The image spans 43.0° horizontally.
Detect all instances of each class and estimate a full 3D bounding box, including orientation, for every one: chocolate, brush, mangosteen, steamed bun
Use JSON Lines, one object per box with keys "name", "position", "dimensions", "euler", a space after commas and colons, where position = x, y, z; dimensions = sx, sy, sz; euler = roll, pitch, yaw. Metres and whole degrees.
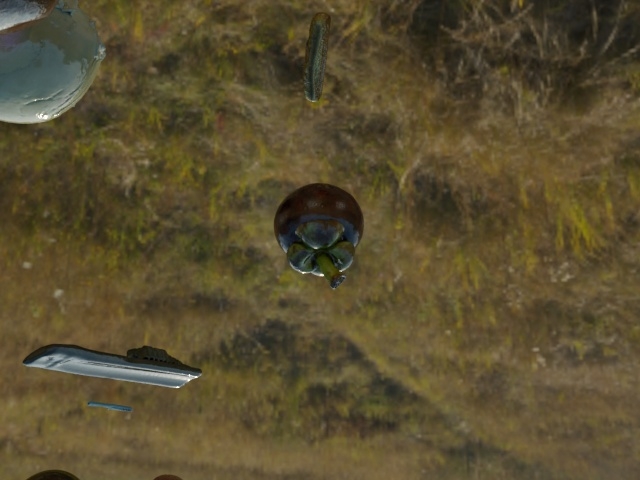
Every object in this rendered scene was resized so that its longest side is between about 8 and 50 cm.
{"name": "chocolate", "position": [-0.566, -0.416, 1.444], "dimensions": [0.161, 0.083, 0.261], "euler": [-39, 177, 38]}
{"name": "brush", "position": [-0.165, 0.097, 0.670], "dimensions": [0.034, 0.027, 0.190], "euler": [-29, 155, 18]}
{"name": "mangosteen", "position": [-0.009, -0.003, 1.318], "dimensions": [0.146, 0.181, 0.156], "euler": [-5, 149, 31]}
{"name": "steamed bun", "position": [-0.648, -0.416, 1.720], "dimensions": [0.334, 0.311, 0.233], "euler": [28, 167, -9]}

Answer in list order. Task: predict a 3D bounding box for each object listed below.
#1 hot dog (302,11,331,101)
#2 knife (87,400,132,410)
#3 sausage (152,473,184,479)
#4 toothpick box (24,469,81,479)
{"name": "hot dog", "position": [-0.015, -0.423, 1.884], "dimensions": [0.047, 0.066, 0.215], "euler": [21, 130, 18]}
{"name": "knife", "position": [-0.357, 0.283, 1.385], "dimensions": [0.091, 0.005, 0.014], "euler": [20, 128, -44]}
{"name": "sausage", "position": [-0.226, 0.418, 1.300], "dimensions": [0.062, 0.062, 0.154], "euler": [13, 175, -31]}
{"name": "toothpick box", "position": [-0.480, 0.544, 1.511], "dimensions": [0.175, 0.175, 0.271], "euler": [0, 137, 2]}
